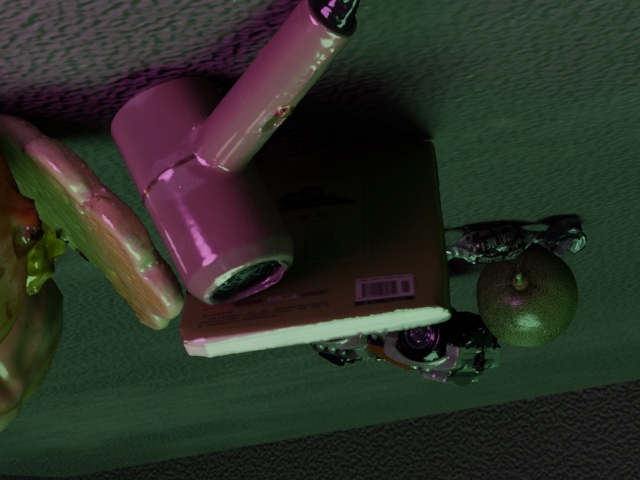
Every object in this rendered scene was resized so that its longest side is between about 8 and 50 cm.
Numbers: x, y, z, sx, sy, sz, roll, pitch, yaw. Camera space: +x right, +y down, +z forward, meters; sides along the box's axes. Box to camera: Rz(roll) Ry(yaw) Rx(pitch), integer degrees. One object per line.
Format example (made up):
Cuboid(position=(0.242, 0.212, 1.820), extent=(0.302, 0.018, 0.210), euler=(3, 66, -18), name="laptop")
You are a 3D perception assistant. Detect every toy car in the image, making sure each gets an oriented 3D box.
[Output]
Cuboid(position=(0.102, 0.132, 2.309), extent=(0.301, 0.118, 0.193), euler=(7, 180, 28), name="toy car")

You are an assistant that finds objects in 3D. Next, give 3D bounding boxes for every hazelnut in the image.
Cuboid(position=(-0.433, 0.107, 1.962), extent=(0.241, 0.261, 0.261), euler=(24, -177, 32), name="hazelnut")

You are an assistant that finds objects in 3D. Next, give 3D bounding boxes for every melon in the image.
Cuboid(position=(0.280, 0.075, 2.208), extent=(0.139, 0.139, 0.192), euler=(-8, 163, 11), name="melon")

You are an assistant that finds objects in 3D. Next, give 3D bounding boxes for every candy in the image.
Cuboid(position=(0.233, 0.007, 2.094), extent=(0.226, 0.051, 0.094), euler=(-4, 169, -7), name="candy")

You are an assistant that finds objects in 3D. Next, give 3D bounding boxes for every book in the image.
Cuboid(position=(0.000, 0.000, 1.553), extent=(0.239, 0.035, 0.352), euler=(-8, -153, 6), name="book")

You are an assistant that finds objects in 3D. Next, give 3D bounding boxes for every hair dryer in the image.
Cuboid(position=(-0.047, -0.101, 1.341), extent=(0.107, 0.189, 0.344), euler=(-13, 158, -37), name="hair dryer")

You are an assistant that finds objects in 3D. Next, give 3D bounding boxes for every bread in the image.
Cuboid(position=(-0.214, -0.024, 1.499), extent=(0.039, 0.251, 0.182), euler=(-44, 177, -21), name="bread")

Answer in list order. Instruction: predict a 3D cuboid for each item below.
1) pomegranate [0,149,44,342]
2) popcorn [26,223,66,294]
Cuboid(position=(-0.371, 0.006, 1.426), extent=(0.264, 0.264, 0.264), euler=(-5, 166, -1), name="pomegranate")
Cuboid(position=(-0.329, -0.006, 1.652), extent=(0.152, 0.148, 0.167), euler=(-36, -161, -25), name="popcorn")
